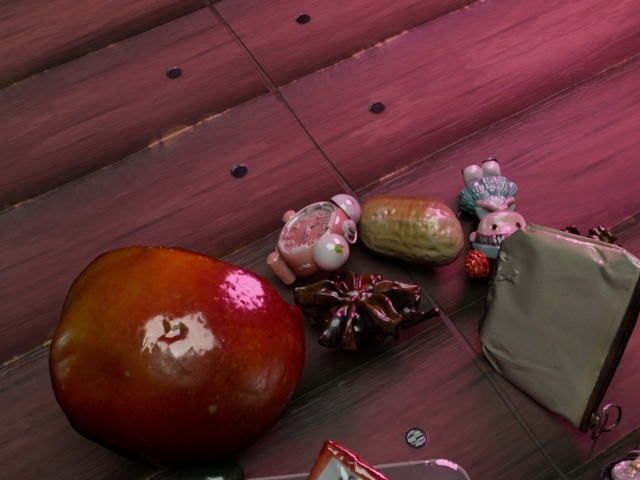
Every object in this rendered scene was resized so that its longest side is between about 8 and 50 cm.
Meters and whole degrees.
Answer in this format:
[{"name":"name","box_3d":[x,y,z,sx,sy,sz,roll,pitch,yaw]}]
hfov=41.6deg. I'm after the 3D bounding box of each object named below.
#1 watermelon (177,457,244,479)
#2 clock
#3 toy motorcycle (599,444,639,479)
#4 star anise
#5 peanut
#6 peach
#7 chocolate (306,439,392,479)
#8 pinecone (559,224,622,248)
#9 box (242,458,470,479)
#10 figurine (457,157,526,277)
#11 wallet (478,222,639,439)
[{"name":"watermelon","box_3d":[-0.177,0.381,1.346,0.110,0.078,0.078,0,56,5]},{"name":"clock","box_3d":[0.000,0.000,1.544,0.162,0.093,0.166,-19,36,35]},{"name":"toy motorcycle","box_3d":[0.608,0.345,1.262,0.340,0.108,0.223,1,26,38]},{"name":"star anise","box_3d":[0.065,0.129,1.469,0.190,0.126,0.220,-11,26,-38]},{"name":"peanut","box_3d":[0.161,-0.024,1.564,0.224,0.129,0.129,15,58,22]},{"name":"peach","box_3d":[-0.234,0.195,1.319,0.405,0.335,0.310,13,61,7]},{"name":"chocolate","box_3d":[0.089,0.389,1.113,0.237,0.235,0.108,31,73,20]},{"name":"pinecone","box_3d":[0.445,0.060,1.469,0.195,0.179,0.150,-39,40,-7]},{"name":"box","box_3d":[0.057,0.528,1.213,0.396,0.111,0.396,-6,55,-3]},{"name":"figurine","box_3d":[0.319,-0.037,1.586,0.137,0.110,0.246,-13,53,6]},{"name":"wallet","box_3d":[0.387,0.134,1.371,0.274,0.335,0.068,28,32,33]}]
